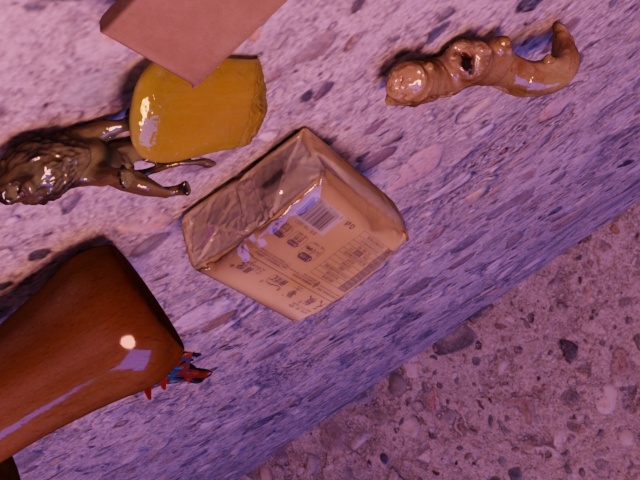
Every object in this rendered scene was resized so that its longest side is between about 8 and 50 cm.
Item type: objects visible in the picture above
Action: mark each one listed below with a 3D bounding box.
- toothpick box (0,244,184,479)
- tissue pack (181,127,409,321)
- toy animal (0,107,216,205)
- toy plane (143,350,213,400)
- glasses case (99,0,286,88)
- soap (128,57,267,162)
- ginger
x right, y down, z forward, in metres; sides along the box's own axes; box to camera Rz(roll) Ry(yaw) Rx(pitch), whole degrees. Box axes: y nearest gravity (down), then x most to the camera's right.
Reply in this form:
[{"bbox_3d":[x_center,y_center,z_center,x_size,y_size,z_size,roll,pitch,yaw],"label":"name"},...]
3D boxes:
[{"bbox_3d":[-0.291,0.140,0.949,0.294,0.192,0.192,-33,164,-6],"label":"toothpick box"},{"bbox_3d":[-0.021,-0.008,1.057,0.186,0.090,0.222,-36,148,15],"label":"tissue pack"},{"bbox_3d":[-0.161,-0.065,0.774,0.086,0.069,0.220,-19,170,40],"label":"toy animal"},{"bbox_3d":[-0.222,0.198,1.461,0.130,0.061,0.189,-36,167,19],"label":"toy plane"},{"bbox_3d":[-0.061,-0.191,0.585,0.102,0.070,0.193,26,129,-38],"label":"glasses case"},{"bbox_3d":[-0.087,-0.111,0.774,0.168,0.033,0.089,-18,131,-48],"label":"soap"},{"bbox_3d":[0.178,-0.183,1.002,0.288,0.075,0.089,-15,154,-31],"label":"ginger"}]
